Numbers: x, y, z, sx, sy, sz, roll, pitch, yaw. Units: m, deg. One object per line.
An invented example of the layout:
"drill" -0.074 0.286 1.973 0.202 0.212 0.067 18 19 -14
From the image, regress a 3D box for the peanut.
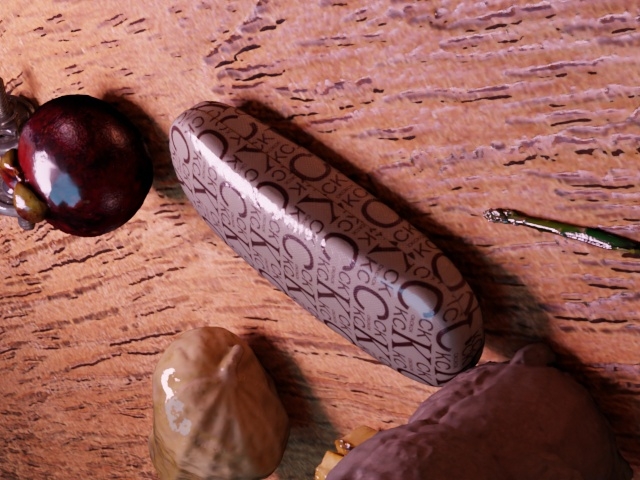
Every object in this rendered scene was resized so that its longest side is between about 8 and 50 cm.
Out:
"peanut" -0.111 0.205 2.009 0.159 0.143 0.291 54 160 19

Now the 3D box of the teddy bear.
"teddy bear" 0.115 0.193 1.457 0.236 0.267 0.151 -6 114 47

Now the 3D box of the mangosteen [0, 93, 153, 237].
"mangosteen" -0.246 -0.069 1.859 0.152 0.152 0.152 39 153 25

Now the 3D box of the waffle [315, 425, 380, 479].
"waffle" 0.124 0.349 1.864 0.224 0.098 0.328 19 141 46

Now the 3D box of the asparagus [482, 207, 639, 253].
"asparagus" 0.176 -0.008 1.380 0.166 0.013 0.016 17 128 50

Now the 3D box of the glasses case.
"glasses case" 0.000 0.000 1.605 0.354 0.085 0.137 36 151 31

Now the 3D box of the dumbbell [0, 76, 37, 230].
"dumbbell" -0.343 -0.094 2.072 0.081 0.081 0.254 39 152 26
